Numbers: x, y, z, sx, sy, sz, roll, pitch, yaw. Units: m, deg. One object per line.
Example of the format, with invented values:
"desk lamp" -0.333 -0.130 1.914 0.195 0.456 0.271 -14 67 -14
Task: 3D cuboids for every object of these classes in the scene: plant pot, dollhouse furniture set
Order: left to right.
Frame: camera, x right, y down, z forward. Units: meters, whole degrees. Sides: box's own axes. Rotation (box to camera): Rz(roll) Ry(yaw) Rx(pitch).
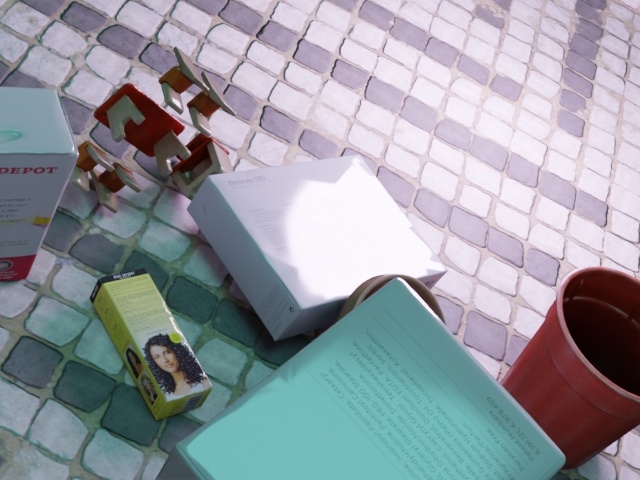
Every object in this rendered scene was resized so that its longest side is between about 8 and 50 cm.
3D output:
"dollhouse furniture set" -0.262 -0.170 1.999 0.259 0.262 0.135 39 17 -49
"plant pot" 0.089 0.171 1.942 0.237 0.109 0.237 4 85 -44
"plant pot" 0.441 0.230 2.018 0.272 0.265 0.272 17 44 -17

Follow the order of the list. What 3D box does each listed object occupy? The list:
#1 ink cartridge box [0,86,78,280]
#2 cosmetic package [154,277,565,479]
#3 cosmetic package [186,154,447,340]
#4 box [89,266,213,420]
"ink cartridge box" -0.495 -0.071 1.707 0.226 0.306 0.131 -2 53 -33
"cosmetic package" 0.028 0.326 1.570 0.393 0.329 0.327 -35 78 -32
"cosmetic package" 0.000 0.000 2.066 0.377 0.097 0.284 -11 60 -45
"box" -0.256 0.152 1.828 0.087 0.058 0.232 -14 59 -39
